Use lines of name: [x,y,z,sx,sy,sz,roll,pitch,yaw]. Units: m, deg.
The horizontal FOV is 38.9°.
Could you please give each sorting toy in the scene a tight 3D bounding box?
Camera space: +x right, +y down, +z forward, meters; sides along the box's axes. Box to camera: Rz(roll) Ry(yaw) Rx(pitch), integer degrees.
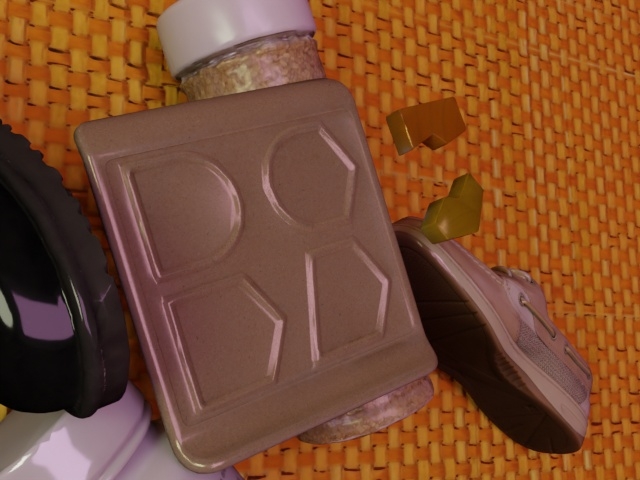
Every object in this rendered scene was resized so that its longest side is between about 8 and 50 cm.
sorting toy: [0.000,0.000,0.636,0.307,0.041,0.229,-17,87,-35]

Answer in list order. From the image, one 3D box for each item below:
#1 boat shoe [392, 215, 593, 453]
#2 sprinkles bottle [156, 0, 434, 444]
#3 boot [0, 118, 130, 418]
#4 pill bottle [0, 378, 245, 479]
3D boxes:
boat shoe: [0.155,0.074,0.828,0.302,0.109,0.098,46,55,-24]
sprinkles bottle: [-0.018,-0.024,0.721,0.121,0.121,0.355,-20,93,-34]
boot: [-0.294,0.011,0.482,0.260,0.131,0.348,-30,63,-37]
pill bottle: [-0.101,0.222,0.600,0.283,0.160,0.160,52,59,-15]
